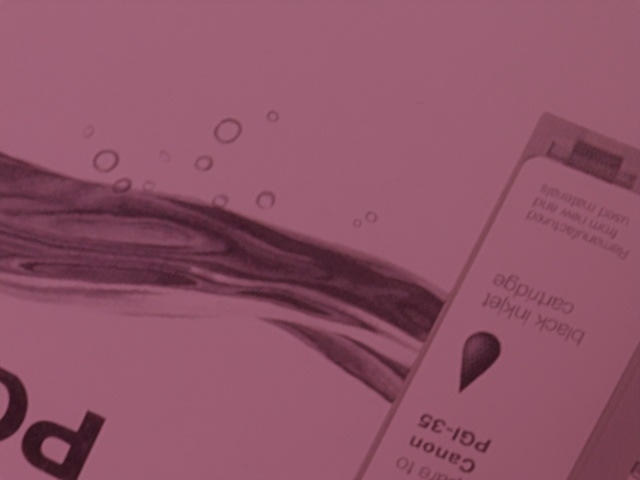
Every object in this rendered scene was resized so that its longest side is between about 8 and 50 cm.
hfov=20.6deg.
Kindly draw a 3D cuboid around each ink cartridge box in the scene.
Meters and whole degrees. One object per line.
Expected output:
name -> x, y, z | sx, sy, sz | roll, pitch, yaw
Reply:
ink cartridge box -> -0.002, -0.014, 0.371 | 0.283, 0.207, 0.117 | -64, 0, 11
